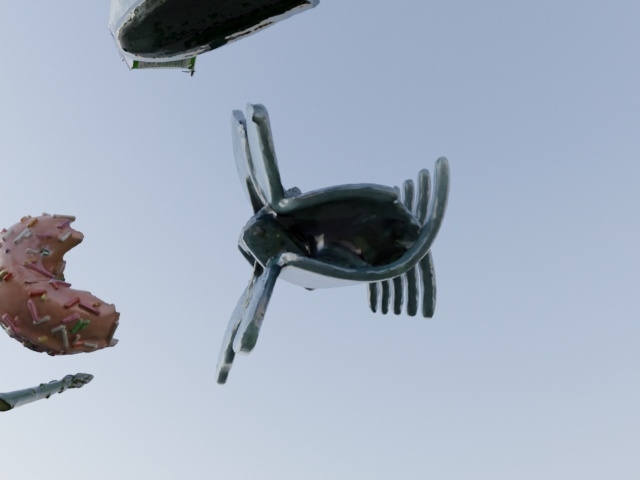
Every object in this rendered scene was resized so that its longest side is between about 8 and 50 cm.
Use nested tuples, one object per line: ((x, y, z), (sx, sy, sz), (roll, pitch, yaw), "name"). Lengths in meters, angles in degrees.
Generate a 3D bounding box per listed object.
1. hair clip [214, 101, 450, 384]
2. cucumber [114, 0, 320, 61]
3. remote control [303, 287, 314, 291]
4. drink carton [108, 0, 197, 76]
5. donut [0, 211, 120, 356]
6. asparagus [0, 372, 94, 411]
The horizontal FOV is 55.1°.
((0.000, 0.000, 0.781), (0.239, 0.392, 0.318), (4, -8, -11), "hair clip")
((-0.126, -0.260, 0.717), (0.244, 0.063, 0.115), (-18, -18, 15), "cucumber")
((-0.091, 0.033, 1.551), (0.244, 0.047, 0.087), (49, -4, 10), "remote control")
((-0.237, -0.400, 0.914), (0.108, 0.161, 0.271), (-6, -45, -32), "drink carton")
((-0.274, 0.041, 0.600), (0.166, 0.117, 0.065), (48, -60, 19), "donut")
((-0.396, 0.214, 0.874), (0.034, 0.027, 0.236), (-20, -7, 7), "asparagus")
